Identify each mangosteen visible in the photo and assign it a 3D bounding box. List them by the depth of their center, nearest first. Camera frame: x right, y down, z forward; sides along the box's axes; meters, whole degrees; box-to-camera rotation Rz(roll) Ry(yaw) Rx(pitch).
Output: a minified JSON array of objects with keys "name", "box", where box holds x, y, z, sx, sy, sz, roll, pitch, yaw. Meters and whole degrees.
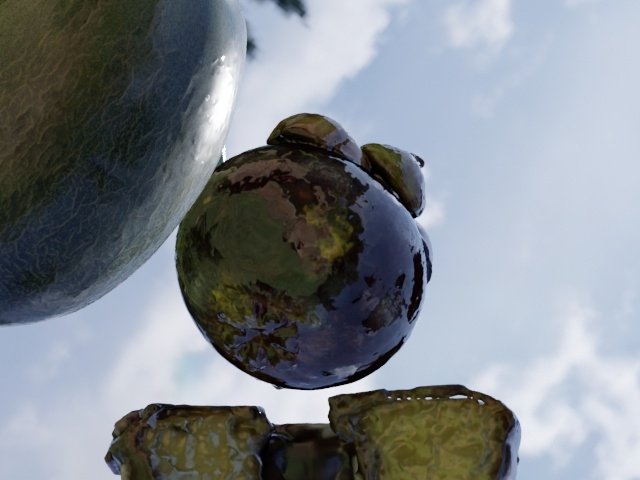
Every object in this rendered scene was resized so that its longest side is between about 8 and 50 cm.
[{"name":"mangosteen","box":[0.000,0.000,1.190,0.192,0.192,0.217,-24,-157,49]}]

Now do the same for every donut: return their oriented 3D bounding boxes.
[{"name":"donut","box":[-0.007,0.209,1.383,0.259,0.345,0.136,100,-11,-72]}]

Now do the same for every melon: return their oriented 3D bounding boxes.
[{"name":"melon","box":[-0.096,-0.038,0.570,0.167,0.114,0.114,-53,-156,-7]}]

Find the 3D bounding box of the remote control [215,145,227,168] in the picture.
[{"name":"remote control","box":[-0.129,-0.138,1.392,0.051,0.103,0.293,-59,155,-49]}]
